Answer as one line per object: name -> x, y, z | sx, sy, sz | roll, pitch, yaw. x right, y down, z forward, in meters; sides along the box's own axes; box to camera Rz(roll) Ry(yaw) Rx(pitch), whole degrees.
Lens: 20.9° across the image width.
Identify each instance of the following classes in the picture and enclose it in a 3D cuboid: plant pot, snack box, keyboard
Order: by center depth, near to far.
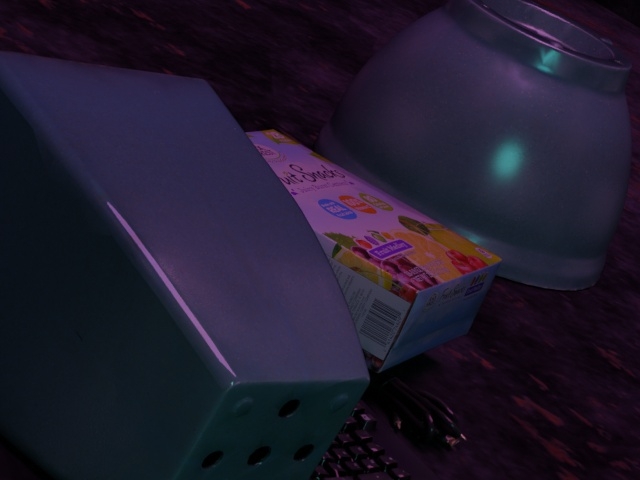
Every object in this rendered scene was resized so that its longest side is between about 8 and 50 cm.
plant pot -> -0.094, 0.038, 0.942 | 0.165, 0.165, 0.234 | 2, 37, -47
keyboard -> -0.024, 0.073, 1.121 | 0.201, 0.033, 0.317 | 6, 27, -43
snack box -> 0.000, 0.000, 1.195 | 0.207, 0.070, 0.174 | 29, 16, 18
plant pot -> 0.164, -0.114, 1.583 | 0.293, 0.196, 0.293 | 22, 19, -8
